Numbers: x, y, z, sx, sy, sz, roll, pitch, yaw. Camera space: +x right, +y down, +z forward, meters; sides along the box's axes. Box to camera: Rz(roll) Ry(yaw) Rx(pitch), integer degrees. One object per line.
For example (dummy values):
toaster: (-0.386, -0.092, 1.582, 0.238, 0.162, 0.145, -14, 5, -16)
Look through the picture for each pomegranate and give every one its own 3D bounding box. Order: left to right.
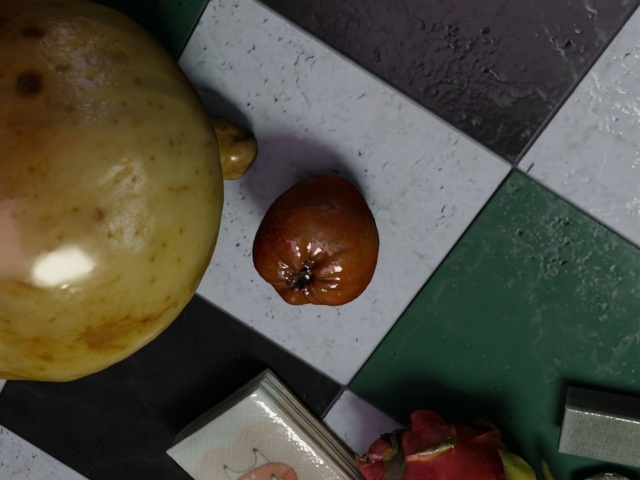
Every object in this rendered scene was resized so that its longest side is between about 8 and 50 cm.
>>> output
pomegranate: (-0.246, -0.054, 1.192, 0.410, 0.410, 0.410, 7, 120, 13)

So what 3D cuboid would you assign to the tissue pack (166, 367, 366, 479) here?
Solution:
tissue pack: (-0.018, 0.317, 1.474, 0.170, 0.071, 0.325, -36, 103, 28)

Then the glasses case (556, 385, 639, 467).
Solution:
glasses case: (0.365, 0.211, 1.316, 0.205, 0.047, 0.071, 9, 124, 11)

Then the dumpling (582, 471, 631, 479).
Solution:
dumpling: (0.329, 0.291, 1.376, 0.077, 0.043, 0.059, -17, 130, 7)

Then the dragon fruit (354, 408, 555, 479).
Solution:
dragon fruit: (0.154, 0.305, 1.345, 0.224, 0.224, 0.227, -18, 110, 24)

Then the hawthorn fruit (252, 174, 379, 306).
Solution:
hawthorn fruit: (0.000, 0.000, 1.259, 0.133, 0.138, 0.133, 11, 134, 12)
